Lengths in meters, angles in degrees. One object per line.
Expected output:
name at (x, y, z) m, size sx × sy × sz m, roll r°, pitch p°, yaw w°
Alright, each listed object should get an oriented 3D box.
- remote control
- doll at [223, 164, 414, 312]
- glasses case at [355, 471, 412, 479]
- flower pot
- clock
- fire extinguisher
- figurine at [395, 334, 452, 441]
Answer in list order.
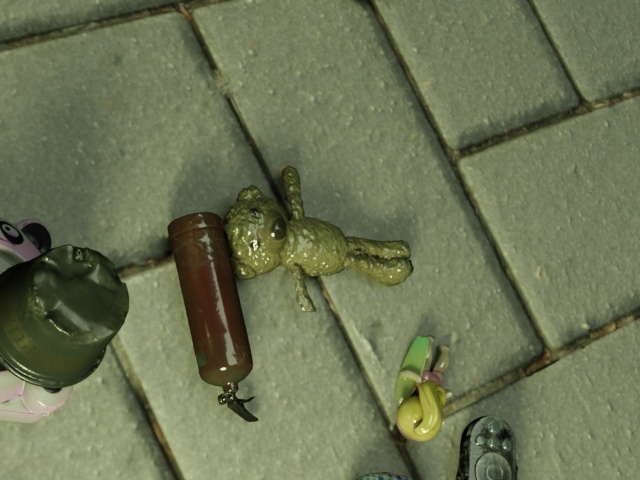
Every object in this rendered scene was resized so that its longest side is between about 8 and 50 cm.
remote control at (0.221, 0.372, 2.021) m, size 0.090 × 0.066 × 0.266 m, roll 10°, pitch 67°, yaw -15°
doll at (-0.004, 0.017, 2.020) m, size 0.286 × 0.091 × 0.202 m, roll 39°, pitch 61°, yaw -24°
glasses case at (0.093, 0.455, 1.878) m, size 0.125 × 0.076 × 0.327 m, roll 12°, pitch 64°, yaw -31°
flower pot at (-0.287, 0.076, 1.670) m, size 0.157 × 0.107 × 0.157 m, roll 20°, pitch 54°, yaw -30°
clock at (-0.400, 0.082, 1.714) m, size 0.227 × 0.090 × 0.248 m, roll 11°, pitch 62°, yaw -31°
fire extinguisher at (-0.130, 0.100, 1.901) m, size 0.089 × 0.072 × 0.267 m, roll 22°, pitch 51°, yaw -64°
figurine at (0.146, 0.201, 2.039) m, size 0.083 × 0.083 × 0.187 m, roll 37°, pitch 44°, yaw -15°
